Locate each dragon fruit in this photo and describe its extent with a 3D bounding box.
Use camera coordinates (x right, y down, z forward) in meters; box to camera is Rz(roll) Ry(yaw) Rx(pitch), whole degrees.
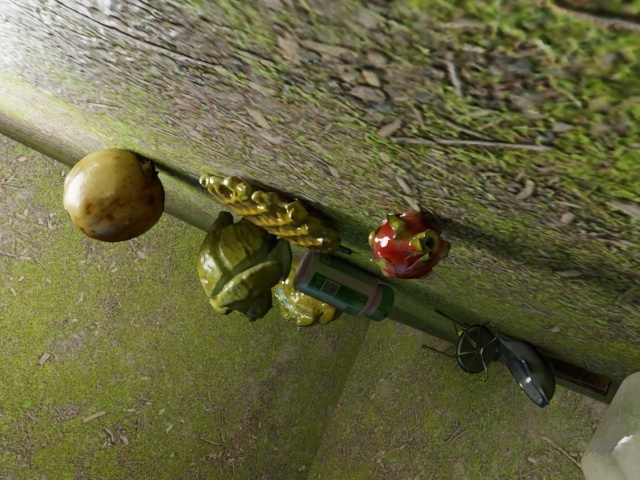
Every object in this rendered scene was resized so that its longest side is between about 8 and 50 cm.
[{"bbox_3d":[0.106,0.006,0.534,0.086,0.081,0.116,38,168,-20],"label":"dragon fruit"}]

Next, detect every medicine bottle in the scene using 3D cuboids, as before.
[{"bbox_3d":[0.070,0.132,1.293,0.274,0.133,0.133,25,172,-12],"label":"medicine bottle"}]

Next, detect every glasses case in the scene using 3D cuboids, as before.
[{"bbox_3d":[0.761,0.407,1.397,0.218,0.049,0.075,17,170,38],"label":"glasses case"}]

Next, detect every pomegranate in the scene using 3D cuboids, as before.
[{"bbox_3d":[-0.446,-0.100,1.012,0.215,0.215,0.215,23,172,3],"label":"pomegranate"}]

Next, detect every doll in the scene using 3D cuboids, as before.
[{"bbox_3d":[0.553,0.356,1.564,0.129,0.081,0.207,39,167,-35],"label":"doll"}]

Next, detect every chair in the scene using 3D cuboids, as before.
[{"bbox_3d":[0.449,0.317,1.343,0.170,0.159,0.326,24,174,-19],"label":"chair"}]

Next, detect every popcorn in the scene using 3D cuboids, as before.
[{"bbox_3d":[-0.196,0.069,1.170,0.225,0.276,0.276,42,180,22],"label":"popcorn"}]

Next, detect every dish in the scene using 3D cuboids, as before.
[{"bbox_3d":[0.603,0.356,1.295,0.228,0.086,0.236,59,-179,-44],"label":"dish"}]

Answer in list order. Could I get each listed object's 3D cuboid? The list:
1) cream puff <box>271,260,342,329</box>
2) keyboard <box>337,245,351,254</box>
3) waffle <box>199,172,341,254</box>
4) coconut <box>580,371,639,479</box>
[{"bbox_3d":[-0.040,0.209,1.910,0.274,0.269,0.323,-11,-170,-26],"label":"cream puff"},{"bbox_3d":[0.000,0.000,1.056,0.155,0.010,0.053,22,173,10],"label":"keyboard"},{"bbox_3d":[-0.085,-0.046,0.848,0.291,0.051,0.291,24,170,5],"label":"waffle"},{"bbox_3d":[0.585,0.371,0.707,0.353,0.352,0.352,23,172,3],"label":"coconut"}]
